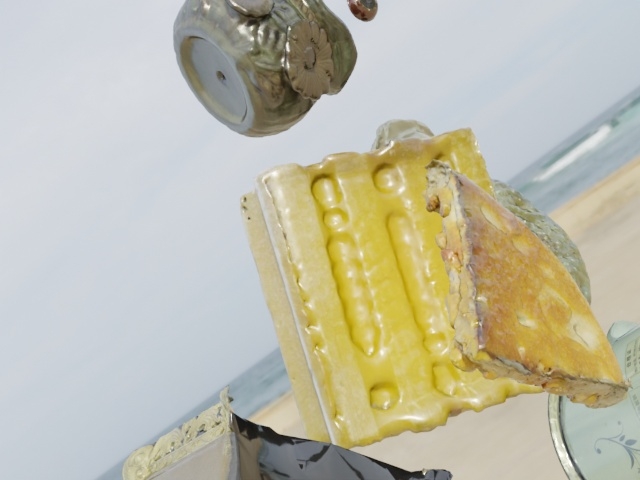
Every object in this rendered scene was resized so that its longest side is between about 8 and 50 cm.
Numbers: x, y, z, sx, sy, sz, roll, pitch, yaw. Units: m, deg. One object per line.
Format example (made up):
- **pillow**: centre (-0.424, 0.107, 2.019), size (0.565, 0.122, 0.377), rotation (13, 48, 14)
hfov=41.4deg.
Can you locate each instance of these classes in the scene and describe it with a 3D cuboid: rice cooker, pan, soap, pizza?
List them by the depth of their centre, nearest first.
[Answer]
- **pizza**: centre (0.108, 0.041, 0.481), size (0.041, 0.178, 0.131), rotation (-39, 10, 39)
- **soap**: centre (0.088, 0.058, 0.994), size (0.293, 0.335, 0.156), rotation (-16, -6, -19)
- **rice cooker**: centre (0.446, 0.229, 1.069), size (0.264, 0.316, 0.316), rotation (8, -26, -24)
- **pan**: centre (0.062, -0.452, 1.575), size (0.115, 0.068, 0.023), rotation (18, -22, -26)

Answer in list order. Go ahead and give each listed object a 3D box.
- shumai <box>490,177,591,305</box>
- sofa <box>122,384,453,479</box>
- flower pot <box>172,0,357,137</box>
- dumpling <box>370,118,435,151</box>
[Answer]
- **shumai**: centre (0.229, 0.104, 1.383), size (0.397, 0.324, 0.323), rotation (-73, 9, -50)
- **sofa**: centre (-0.040, 0.258, 0.681), size (0.200, 0.258, 0.182), rotation (-37, 36, 46)
- **flower pot**: centre (-0.095, -0.324, 1.406), size (0.213, 0.302, 0.302), rotation (-38, -3, -25)
- **dumpling**: centre (0.168, -0.143, 1.655), size (0.147, 0.193, 0.258), rotation (-30, 17, 49)
